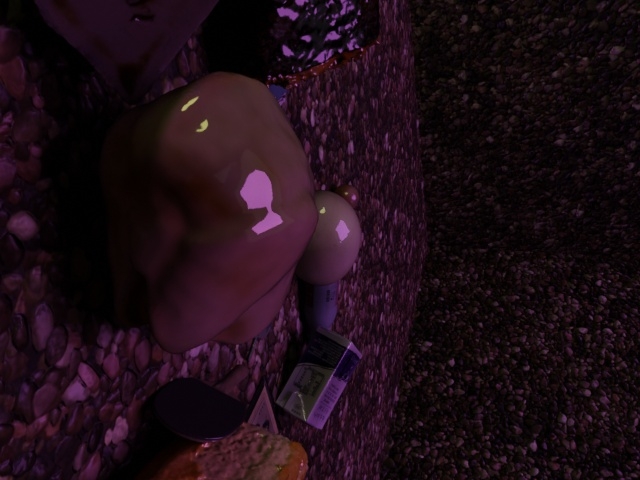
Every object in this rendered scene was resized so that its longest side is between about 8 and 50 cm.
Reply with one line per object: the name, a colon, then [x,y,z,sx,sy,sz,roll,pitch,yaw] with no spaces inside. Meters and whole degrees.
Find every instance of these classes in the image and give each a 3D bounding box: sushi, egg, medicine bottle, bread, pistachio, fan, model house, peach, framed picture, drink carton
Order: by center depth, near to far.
model house: [-0.233,-0.385,0.670,0.317,0.297,0.282,49,14,-48]
pistachio: [-0.138,-0.022,0.820,0.365,0.282,0.445,-61,161,-22]
bread: [-0.183,0.399,0.841,0.375,0.237,0.165,-36,140,-71]
sushi: [-0.045,-0.412,1.109,0.349,0.234,0.207,-27,132,-31]
fan: [-0.132,0.186,1.317,0.113,0.005,0.175,72,26,-49]
framed picture: [-0.137,0.434,1.336,0.195,0.010,0.199,-64,151,-50]
egg: [0.000,0.000,1.395,0.188,0.189,0.253,-68,159,-45]
drink carton: [0.000,0.343,1.495,0.222,0.102,0.134,-60,156,-15]
medicine bottle: [-0.001,0.174,1.580,0.090,0.091,0.216,-47,144,-63]
peach: [0.072,-0.125,1.773,0.083,0.083,0.083,3,90,-72]

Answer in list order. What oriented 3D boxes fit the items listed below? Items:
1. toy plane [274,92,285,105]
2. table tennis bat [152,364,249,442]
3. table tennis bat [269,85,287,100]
toy plane: [-0.127,-0.209,1.139,0.160,0.082,0.234,-44,-178,-12]
table tennis bat: [-0.178,0.256,0.992,0.022,0.138,0.246,-67,170,14]
table tennis bat: [-0.109,-0.350,1.255,0.237,0.038,0.149,-56,145,-65]
